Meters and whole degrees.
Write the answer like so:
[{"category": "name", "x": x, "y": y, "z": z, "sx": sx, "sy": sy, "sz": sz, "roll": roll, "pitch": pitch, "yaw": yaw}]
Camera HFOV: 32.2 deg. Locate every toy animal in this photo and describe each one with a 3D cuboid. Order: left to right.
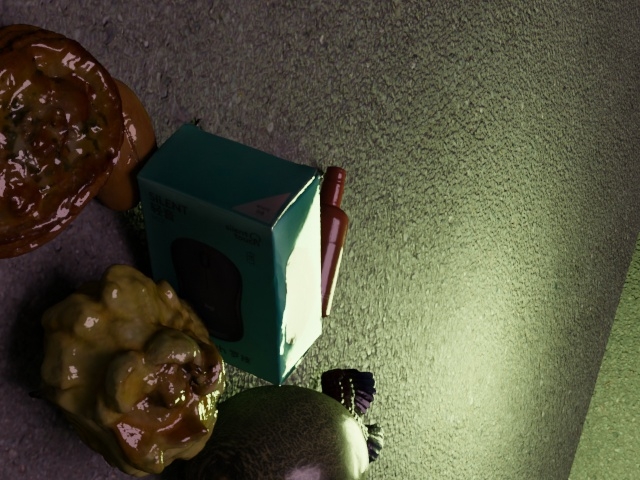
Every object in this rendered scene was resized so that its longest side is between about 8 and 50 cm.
[{"category": "toy animal", "x": 0.025, "y": 0.304, "z": 1.867, "sx": 0.218, "sy": 0.116, "sz": 0.179, "roll": -63, "pitch": 145, "yaw": -15}]

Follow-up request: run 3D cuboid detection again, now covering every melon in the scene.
[{"category": "melon", "x": -0.058, "y": 0.333, "z": 1.625, "sx": 0.329, "sy": 0.249, "sz": 0.248, "roll": 2, "pitch": 96, "yaw": -65}]

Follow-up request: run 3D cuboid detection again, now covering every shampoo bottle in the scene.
[{"category": "shampoo bottle", "x": 0.001, "y": 0.000, "z": 1.788, "sx": 0.085, "sy": 0.085, "sz": 0.244, "roll": 27, "pitch": 73, "yaw": -57}]

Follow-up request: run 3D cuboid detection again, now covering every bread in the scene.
[{"category": "bread", "x": -0.251, "y": -0.118, "z": 1.367, "sx": 0.114, "sy": 0.077, "sz": 0.189, "roll": -55, "pitch": 137, "yaw": -42}]

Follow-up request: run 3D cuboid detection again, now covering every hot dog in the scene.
[{"category": "hot dog", "x": -0.329, "y": -0.106, "z": 1.190, "sx": 0.196, "sy": 0.122, "sz": 0.272, "roll": 46, "pitch": 57, "yaw": -23}]

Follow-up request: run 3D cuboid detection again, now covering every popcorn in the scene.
[{"category": "popcorn", "x": -0.226, "y": 0.163, "z": 1.351, "sx": 0.215, "sy": 0.252, "sz": 0.286, "roll": -32, "pitch": 132, "yaw": 1}]

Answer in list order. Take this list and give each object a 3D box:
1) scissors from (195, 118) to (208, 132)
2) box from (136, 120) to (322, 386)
[{"category": "scissors", "x": -0.134, "y": -0.037, "z": 1.615, "sx": 0.160, "sy": 0.024, "sz": 0.317, "roll": -49, "pitch": 136, "yaw": -40}, {"category": "box", "x": -0.112, "y": 0.024, "z": 1.435, "sx": 0.118, "sy": 0.205, "sz": 0.311, "roll": -54, "pitch": 155, "yaw": -40}]
